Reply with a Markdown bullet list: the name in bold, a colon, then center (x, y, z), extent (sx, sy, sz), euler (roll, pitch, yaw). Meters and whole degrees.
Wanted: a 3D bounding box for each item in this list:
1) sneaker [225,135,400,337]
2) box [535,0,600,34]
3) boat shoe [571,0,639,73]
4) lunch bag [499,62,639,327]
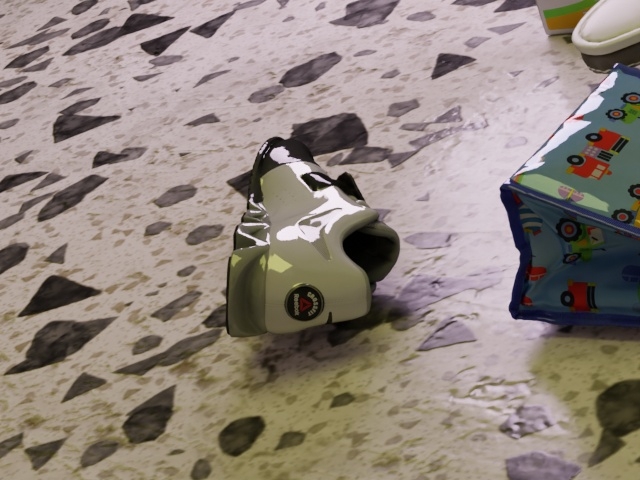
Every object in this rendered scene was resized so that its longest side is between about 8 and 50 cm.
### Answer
- **sneaker**: center (0.000, 0.000, 1.713), extent (0.146, 0.122, 0.330), euler (1, 26, 2)
- **box**: center (0.345, -0.303, 2.058), extent (0.203, 0.103, 0.114), euler (-1, 31, 35)
- **boat shoe**: center (0.393, -0.238, 1.907), extent (0.305, 0.091, 0.109), euler (-29, 36, -17)
- **lunch bag**: center (0.326, -0.017, 1.498), extent (0.293, 0.138, 0.221), euler (12, 37, 30)
